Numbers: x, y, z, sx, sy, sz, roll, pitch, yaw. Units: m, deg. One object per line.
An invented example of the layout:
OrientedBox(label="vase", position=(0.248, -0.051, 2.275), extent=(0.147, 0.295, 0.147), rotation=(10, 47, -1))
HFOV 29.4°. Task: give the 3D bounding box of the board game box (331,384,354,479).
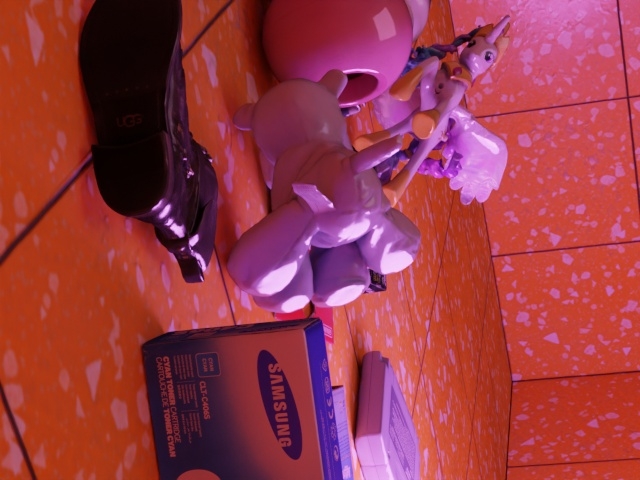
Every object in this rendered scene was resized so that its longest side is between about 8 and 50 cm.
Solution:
OrientedBox(label="board game box", position=(-0.004, 0.283, 1.667), extent=(0.281, 0.027, 0.145), rotation=(6, 76, -76))

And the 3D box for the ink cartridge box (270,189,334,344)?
OrientedBox(label="ink cartridge box", position=(0.000, 0.000, 1.733), extent=(0.296, 0.066, 0.261), rotation=(36, 48, -71))

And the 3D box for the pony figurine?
OrientedBox(label="pony figurine", position=(0.202, -0.215, 2.185), extent=(0.363, 0.303, 0.351), rotation=(-43, 165, -41))

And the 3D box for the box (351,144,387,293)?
OrientedBox(label="box", position=(0.050, -0.027, 1.719), extent=(0.184, 0.045, 0.190), rotation=(22, 63, -72))

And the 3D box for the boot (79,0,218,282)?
OrientedBox(label="boot", position=(-0.151, -0.104, 1.178), extent=(0.229, 0.091, 0.263), rotation=(51, 39, -74))

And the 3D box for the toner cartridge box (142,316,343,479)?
OrientedBox(label="toner cartridge box", position=(-0.062, 0.256, 1.172), extent=(0.075, 0.165, 0.347), rotation=(-21, 103, -76))

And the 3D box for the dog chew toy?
OrientedBox(label="dog chew toy", position=(0.010, -0.354, 1.684), extent=(0.206, 0.207, 0.331), rotation=(48, 30, -67))

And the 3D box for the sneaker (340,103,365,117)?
OrientedBox(label="sneaker", position=(0.031, -0.270, 1.898), extent=(0.226, 0.086, 0.163), rotation=(-14, 87, -66))

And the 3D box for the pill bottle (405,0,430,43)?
OrientedBox(label="pill bottle", position=(0.113, -0.430, 2.160), extent=(0.301, 0.169, 0.169), rotation=(-74, 154, -57))

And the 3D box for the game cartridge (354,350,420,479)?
OrientedBox(label="game cartridge", position=(0.116, 0.349, 2.061), extent=(0.294, 0.060, 0.196), rotation=(69, 17, -45))

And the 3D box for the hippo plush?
OrientedBox(label="hippo plush", position=(-0.033, -0.071, 1.468), extent=(0.236, 0.234, 0.294), rotation=(62, -3, 32))
